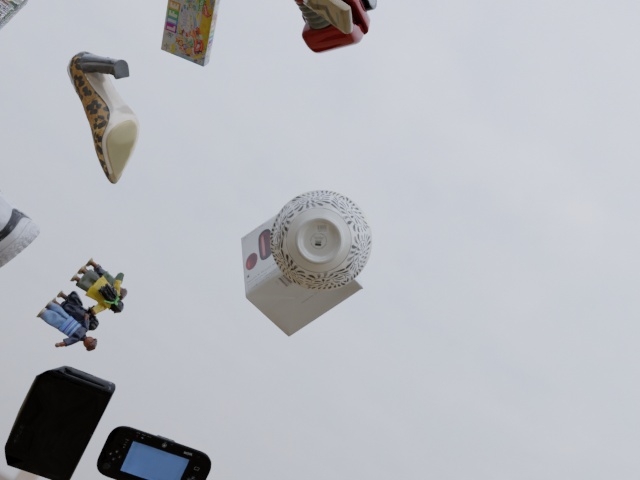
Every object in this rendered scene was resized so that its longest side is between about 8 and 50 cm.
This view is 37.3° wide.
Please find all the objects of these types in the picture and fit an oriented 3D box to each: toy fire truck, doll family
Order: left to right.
[{"bbox_3d":[-0.403,0.116,1.649,0.111,0.193,0.076,42,-28,-7],"label":"doll family"},{"bbox_3d":[0.008,-0.375,1.482,0.159,0.246,0.217,-10,-42,24],"label":"toy fire truck"}]

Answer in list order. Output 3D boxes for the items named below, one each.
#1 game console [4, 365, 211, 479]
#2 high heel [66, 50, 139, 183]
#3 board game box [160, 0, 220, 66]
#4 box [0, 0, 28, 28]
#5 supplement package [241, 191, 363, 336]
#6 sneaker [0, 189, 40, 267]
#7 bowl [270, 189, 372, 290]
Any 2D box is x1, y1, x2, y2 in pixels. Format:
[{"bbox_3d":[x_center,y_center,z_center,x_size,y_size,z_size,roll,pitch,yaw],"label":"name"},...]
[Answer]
[{"bbox_3d":[-0.367,0.365,1.707,0.362,0.213,0.044,23,18,-16],"label":"game console"},{"bbox_3d":[-0.464,-0.258,1.967,0.186,0.093,0.261,17,-71,41],"label":"high heel"},{"bbox_3d":[-0.266,-0.445,1.938,0.104,0.026,0.154,23,-54,10],"label":"board game box"},{"bbox_3d":[-0.807,-0.581,2.164,0.233,0.159,0.044,35,-41,-11],"label":"box"},{"bbox_3d":[-0.043,0.047,1.961,0.149,0.194,0.203,47,18,-31],"label":"supplement package"},{"bbox_3d":[-0.626,-0.058,1.689,0.210,0.137,0.366,52,-20,-17],"label":"sneaker"},{"bbox_3d":[0.000,0.000,1.539,0.170,0.170,0.080,31,1,1],"label":"bowl"}]
